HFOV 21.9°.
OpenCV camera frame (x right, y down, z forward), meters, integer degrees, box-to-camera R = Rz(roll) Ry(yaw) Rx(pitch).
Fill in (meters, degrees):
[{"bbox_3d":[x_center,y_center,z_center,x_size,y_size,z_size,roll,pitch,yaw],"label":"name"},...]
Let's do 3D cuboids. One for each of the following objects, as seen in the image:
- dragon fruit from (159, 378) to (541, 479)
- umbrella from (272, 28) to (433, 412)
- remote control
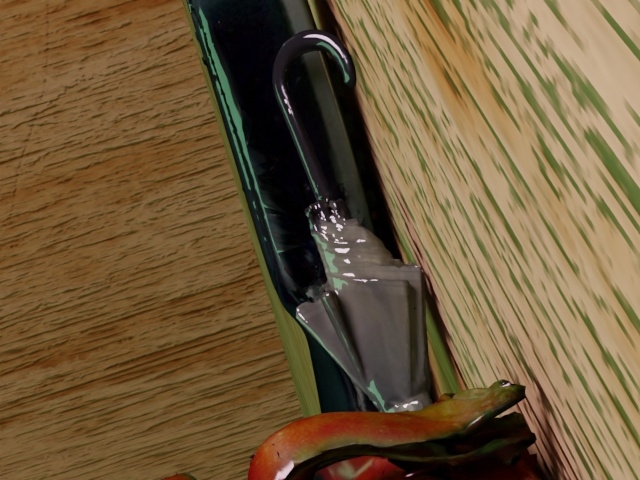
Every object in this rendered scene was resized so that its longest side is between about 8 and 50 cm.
[{"bbox_3d":[0.014,0.091,0.384,0.138,0.175,0.142,-136,63,-67],"label":"dragon fruit"},{"bbox_3d":[0.029,0.067,0.485,0.044,0.044,0.269,-2,-107,-62],"label":"umbrella"},{"bbox_3d":[0.000,0.000,0.561,0.072,0.042,0.222,-110,4,-67],"label":"remote control"}]
